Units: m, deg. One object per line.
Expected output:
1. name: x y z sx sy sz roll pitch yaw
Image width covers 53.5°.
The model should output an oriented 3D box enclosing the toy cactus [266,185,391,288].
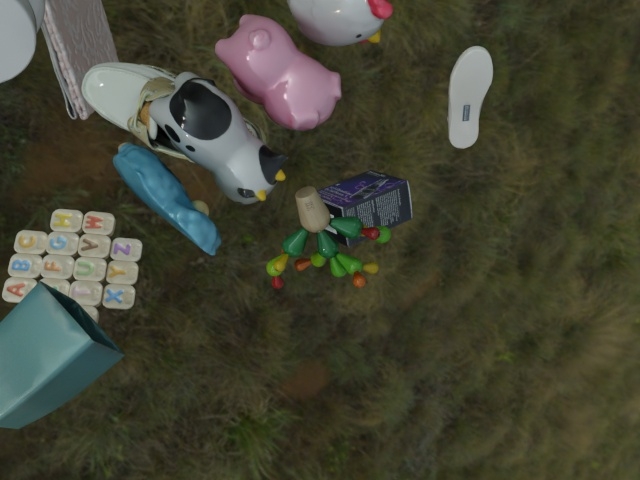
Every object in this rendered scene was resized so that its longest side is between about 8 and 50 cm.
1. toy cactus: 0.000 0.000 1.037 0.112 0.219 0.180 -81 154 -52

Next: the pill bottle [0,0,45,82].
1. pill bottle: -0.545 -0.416 0.990 0.210 0.363 0.210 -14 142 -11

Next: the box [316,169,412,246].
1. box: 0.100 -0.084 1.577 0.207 0.153 0.108 -25 118 -27

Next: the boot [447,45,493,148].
1. boot: 0.244 -0.257 1.082 0.190 0.069 0.086 92 0 -45

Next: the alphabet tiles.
1. alphabet tiles: -0.549 0.063 1.418 0.021 0.278 0.284 112 -18 -66

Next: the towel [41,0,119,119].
1. towel: -0.611 -0.518 1.621 0.317 0.053 0.332 -85 171 -54

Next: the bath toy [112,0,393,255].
1. bath toy: -0.047 -0.153 0.663 0.348 0.129 0.151 -51 141 -7

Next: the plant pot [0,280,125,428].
1. plant pot: -0.535 0.234 1.204 0.234 0.165 0.165 -46 164 -11

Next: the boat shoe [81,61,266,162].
1. boat shoe: -0.231 -0.191 0.948 0.103 0.302 0.113 -41 150 -74
